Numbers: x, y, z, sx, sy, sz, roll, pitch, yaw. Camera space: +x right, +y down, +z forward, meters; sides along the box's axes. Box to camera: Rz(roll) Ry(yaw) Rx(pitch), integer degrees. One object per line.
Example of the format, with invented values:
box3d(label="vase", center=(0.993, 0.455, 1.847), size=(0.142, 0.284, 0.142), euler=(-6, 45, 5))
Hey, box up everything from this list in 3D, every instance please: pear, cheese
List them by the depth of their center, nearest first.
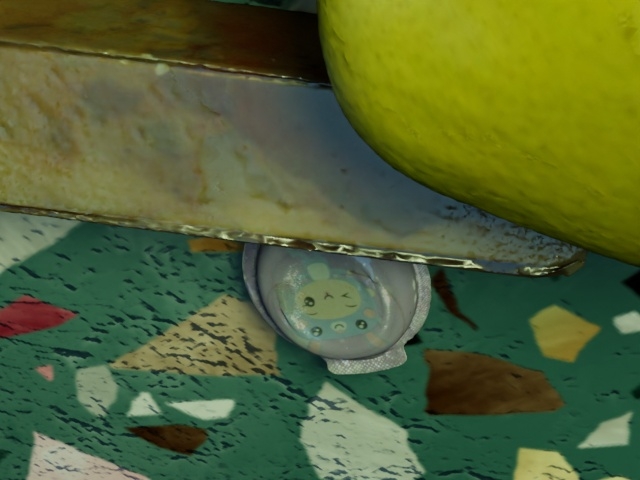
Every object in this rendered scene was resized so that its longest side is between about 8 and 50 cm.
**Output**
box3d(label="pear", center=(0.190, -0.087, 0.681), size=(0.386, 0.191, 0.340), euler=(-14, 153, 15))
box3d(label="cheese", center=(0.000, 0.000, 0.989), size=(0.105, 0.042, 0.191), euler=(-11, 122, 18))

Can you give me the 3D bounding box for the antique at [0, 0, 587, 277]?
box3d(label="antique", center=(-0.015, -0.055, 0.887), size=(0.310, 0.087, 0.093), euler=(8, 118, 3))
